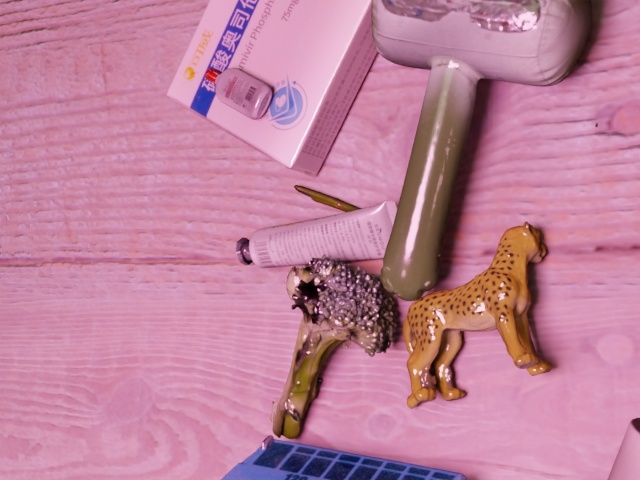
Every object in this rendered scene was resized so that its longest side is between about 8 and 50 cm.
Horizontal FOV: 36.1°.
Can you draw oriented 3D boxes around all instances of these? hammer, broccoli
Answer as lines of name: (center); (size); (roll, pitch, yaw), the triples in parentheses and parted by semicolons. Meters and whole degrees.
hammer: (0.122, -0.106, 0.924); (0.206, 0.119, 0.336); (16, 96, 32)
broccoli: (-0.003, 0.112, 0.989); (0.122, 0.118, 0.204); (25, 116, 1)

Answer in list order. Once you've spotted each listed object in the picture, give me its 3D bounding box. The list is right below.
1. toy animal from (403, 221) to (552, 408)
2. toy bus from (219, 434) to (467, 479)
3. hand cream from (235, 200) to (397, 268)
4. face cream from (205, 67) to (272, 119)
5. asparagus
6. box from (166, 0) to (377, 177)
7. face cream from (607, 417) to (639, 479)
toy animal: (0.136, 0.075, 0.926); (0.181, 0.073, 0.136); (-28, 62, 38)
toy bus: (0.018, 0.269, 0.924); (0.234, 0.133, 0.116); (4, 116, 32)
hand cream: (0.000, 0.000, 1.024); (0.194, 0.042, 0.067); (-8, 108, 28)
face cream: (-0.088, -0.159, 1.030); (0.083, 0.021, 0.040); (33, 102, 29)
asparagus: (0.038, -0.029, 1.020); (0.166, 0.016, 0.013); (22, 133, 30)
box: (-0.014, -0.265, 1.050); (0.200, 0.065, 0.343); (32, 101, 30)
face cream: (0.299, 0.254, 0.708); (0.218, 0.218, 0.179); (22, 96, 31)
